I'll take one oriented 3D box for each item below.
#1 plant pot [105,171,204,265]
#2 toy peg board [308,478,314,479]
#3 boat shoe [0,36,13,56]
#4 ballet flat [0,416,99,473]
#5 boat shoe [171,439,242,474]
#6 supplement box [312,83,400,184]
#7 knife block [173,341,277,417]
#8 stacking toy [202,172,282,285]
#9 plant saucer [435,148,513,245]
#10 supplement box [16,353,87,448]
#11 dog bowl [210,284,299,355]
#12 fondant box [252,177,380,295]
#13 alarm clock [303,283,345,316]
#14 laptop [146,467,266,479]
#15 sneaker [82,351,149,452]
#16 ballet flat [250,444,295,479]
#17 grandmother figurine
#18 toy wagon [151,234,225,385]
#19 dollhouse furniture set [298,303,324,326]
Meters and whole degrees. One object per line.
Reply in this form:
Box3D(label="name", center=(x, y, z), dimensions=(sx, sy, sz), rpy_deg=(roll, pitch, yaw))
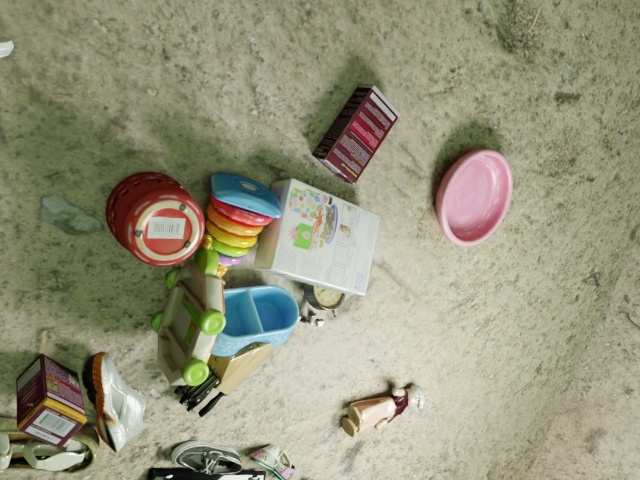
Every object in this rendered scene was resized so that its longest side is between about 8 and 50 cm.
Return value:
Box3D(label="plant pot", center=(-0.359, -0.041, 1.077), dimensions=(0.191, 0.174, 0.191), rpy_deg=(-13, 117, -28))
Box3D(label="toy peg board", center=(-0.043, 0.929, 1.723), dimensions=(0.161, 0.079, 0.161), rpy_deg=(-46, 110, -11))
Box3D(label="boat shoe", center=(-0.636, -0.313, 0.863), dimensions=(0.184, 0.066, 0.063), rpy_deg=(-26, 134, -25))
Box3D(label="ballet flat", center=(-0.674, 0.472, 1.103), dimensions=(0.348, 0.123, 0.123), rpy_deg=(19, 97, -36))
Box3D(label="boat shoe", center=(-0.323, 0.635, 1.420), dimensions=(0.219, 0.070, 0.078), rpy_deg=(22, 95, -37))
Box3D(label="supplement box", center=(0.100, -0.290, 1.339), dimensions=(0.130, 0.073, 0.239), rpy_deg=(36, 86, -36))
Box3D(label="knife block", center=(-0.255, 0.357, 1.338), dimensions=(0.275, 0.088, 0.242), rpy_deg=(-14, 138, -49))
Box3D(label="stacking toy", center=(-0.226, 0.000, 1.206), dimensions=(0.175, 0.166, 0.302), rpy_deg=(17, 110, -21))
Box3D(label="plant saucer", center=(0.508, -0.148, 1.652), dimensions=(0.332, 0.084, 0.332), rpy_deg=(-13, 115, -29))
Box3D(label="supplement box", center=(-0.587, 0.344, 1.064), dimensions=(0.081, 0.188, 0.104), rpy_deg=(-47, 126, -8))
Box3D(label="dog bowl", center=(-0.184, 0.196, 1.271), dimensions=(0.297, 0.166, 0.074), rpy_deg=(-2, 149, -39))
Box3D(label="fondant box", center=(0.000, 0.000, 1.332), dimensions=(0.330, 0.096, 0.238), rpy_deg=(19, 78, -37))
Box3D(label="alarm clock", center=(-0.001, 0.127, 1.425), dimensions=(0.192, 0.064, 0.129), rpy_deg=(46, 58, -29))
Box3D(label="laptop", center=(-0.411, 0.896, 1.483), dimensions=(0.382, 0.236, 0.408), rpy_deg=(20, 68, -33))
Box3D(label="sneaker", center=(-0.497, 0.381, 1.211), dimensions=(0.121, 0.099, 0.262), rpy_deg=(-25, 119, -47))
Box3D(label="ballet flat", center=(-0.148, 0.705, 1.568), dimensions=(0.079, 0.077, 0.221), rpy_deg=(-57, 134, -25))
Box3D(label="grandmother figurine", center=(0.247, 0.596, 1.764), dimensions=(0.342, 0.104, 0.208), rpy_deg=(-6, 138, -34))
Box3D(label="toy wagon", center=(-0.294, 0.155, 1.132), dimensions=(0.068, 0.267, 0.344), rpy_deg=(15, 99, -37))
Box3D(label="dollhouse furniture set", center=(-0.055, 0.202, 1.431), dimensions=(0.114, 0.091, 0.081), rpy_deg=(8, 88, -32))
